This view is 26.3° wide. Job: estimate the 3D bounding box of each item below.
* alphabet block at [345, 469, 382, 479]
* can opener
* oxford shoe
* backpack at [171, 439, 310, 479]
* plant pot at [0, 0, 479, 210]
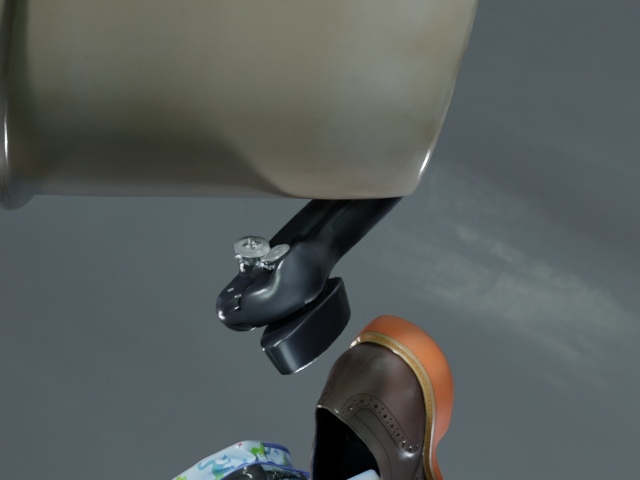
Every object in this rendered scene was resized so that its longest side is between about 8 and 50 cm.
[{"bbox_3d":[-0.033,0.237,0.575,0.197,0.192,0.193,64,165,15],"label":"alphabet block"},{"bbox_3d":[0.000,0.000,0.813,0.059,0.186,0.073,1,126,31],"label":"can opener"},{"bbox_3d":[0.032,0.180,0.943,0.097,0.098,0.271,20,133,34],"label":"oxford shoe"},{"bbox_3d":[-0.045,0.193,0.963,0.105,0.084,0.114,-35,144,24],"label":"backpack"},{"bbox_3d":[-0.060,-0.147,0.772,0.280,0.323,0.323,15,154,-3],"label":"plant pot"}]
